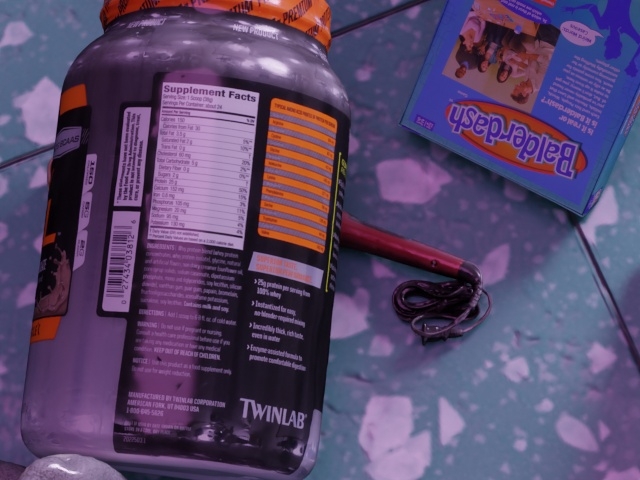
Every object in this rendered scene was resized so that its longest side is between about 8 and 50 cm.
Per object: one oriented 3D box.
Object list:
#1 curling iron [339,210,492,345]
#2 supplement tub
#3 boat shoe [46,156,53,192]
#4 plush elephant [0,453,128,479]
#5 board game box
[{"bbox_3d":[0.000,0.000,1.419,0.274,0.035,0.068,26,75,14],"label":"curling iron"},{"bbox_3d":[-0.088,-0.007,1.318,0.207,0.207,0.338,5,79,8],"label":"supplement tub"},{"bbox_3d":[-0.169,-0.008,1.434,0.050,0.045,0.135,-36,71,-7],"label":"boat shoe"},{"bbox_3d":[-0.222,0.262,1.233,0.330,0.255,0.272,5,71,8],"label":"plush elephant"},{"bbox_3d":[0.166,-0.146,1.383,0.160,0.047,0.210,28,116,14],"label":"board game box"}]
